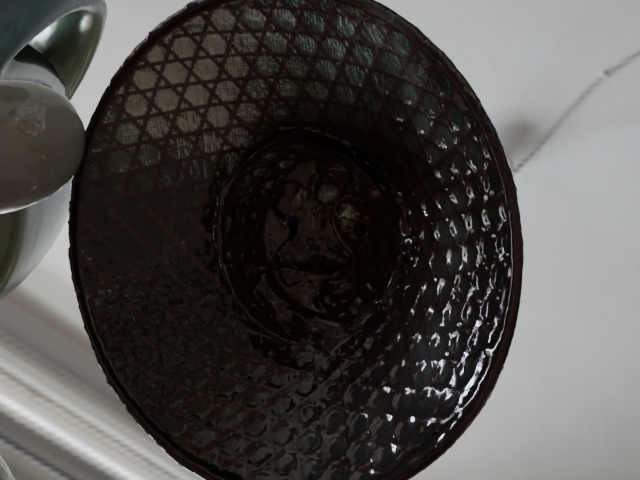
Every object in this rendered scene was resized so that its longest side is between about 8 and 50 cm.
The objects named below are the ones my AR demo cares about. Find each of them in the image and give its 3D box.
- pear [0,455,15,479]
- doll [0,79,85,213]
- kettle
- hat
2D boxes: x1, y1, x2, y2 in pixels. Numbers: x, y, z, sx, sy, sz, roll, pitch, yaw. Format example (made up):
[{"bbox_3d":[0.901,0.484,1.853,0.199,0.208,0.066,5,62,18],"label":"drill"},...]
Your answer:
[{"bbox_3d":[-0.341,0.221,0.861,0.283,0.283,0.283,-1,-50,-1],"label":"pear"},{"bbox_3d":[-0.255,0.029,0.388,0.311,0.243,0.159,-9,-38,12],"label":"doll"},{"bbox_3d":[-0.290,-0.094,1.016,0.247,0.342,0.319,40,-77,-3],"label":"kettle"},{"bbox_3d":[0.000,0.000,0.475,0.193,0.082,0.193,2,-85,28],"label":"hat"}]
